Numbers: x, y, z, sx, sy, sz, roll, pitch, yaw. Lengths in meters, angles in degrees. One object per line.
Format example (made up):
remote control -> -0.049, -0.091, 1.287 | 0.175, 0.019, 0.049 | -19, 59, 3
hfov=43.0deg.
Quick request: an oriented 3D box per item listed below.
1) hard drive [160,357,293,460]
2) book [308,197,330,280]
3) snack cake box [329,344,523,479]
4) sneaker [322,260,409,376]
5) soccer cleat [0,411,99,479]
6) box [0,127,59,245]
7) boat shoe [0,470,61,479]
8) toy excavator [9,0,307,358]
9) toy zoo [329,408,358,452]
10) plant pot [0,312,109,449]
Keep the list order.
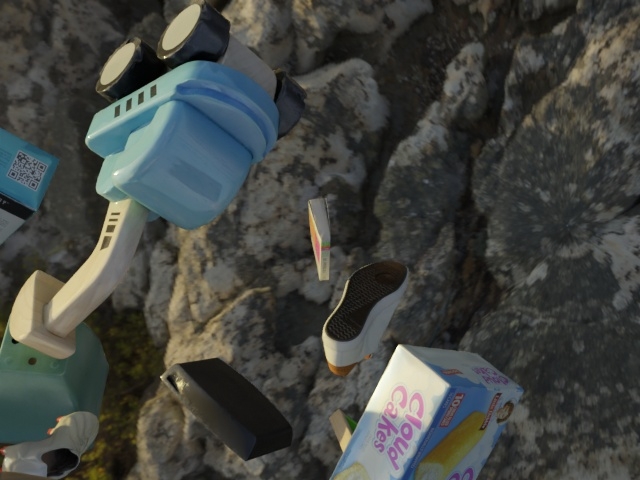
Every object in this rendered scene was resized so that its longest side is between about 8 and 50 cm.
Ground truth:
hard drive -> -0.178, 0.323, 1.605 | 0.254, 0.172, 0.054 | 37, 107, 28
book -> 0.000, 0.000, 1.582 | 0.035, 0.144, 0.096 | -7, 57, -6
snack cake box -> 0.107, 0.258, 0.940 | 0.089, 0.152, 0.264 | 37, 107, 45
sneaker -> 0.084, 0.149, 1.585 | 0.105, 0.290, 0.123 | 18, 130, 24
soccer cleat -> -0.337, 0.276, 1.067 | 0.076, 0.196, 0.068 | 7, 95, 16
box -> -0.357, -0.040, 0.817 | 0.244, 0.100, 0.060 | -25, 42, 50
boat shoe -> -0.275, 0.194, 0.565 | 0.285, 0.103, 0.092 | 21, 137, -19
toy excavator -> -0.264, -0.071, 1.203 | 0.432, 0.222, 0.445 | -18, 48, 37
toy zoo -> 0.145, 0.451, 1.519 | 0.030, 0.192, 0.293 | -45, 117, 7
plant pot -> -0.459, 0.223, 1.360 | 0.165, 0.234, 0.166 | 6, 55, -5
